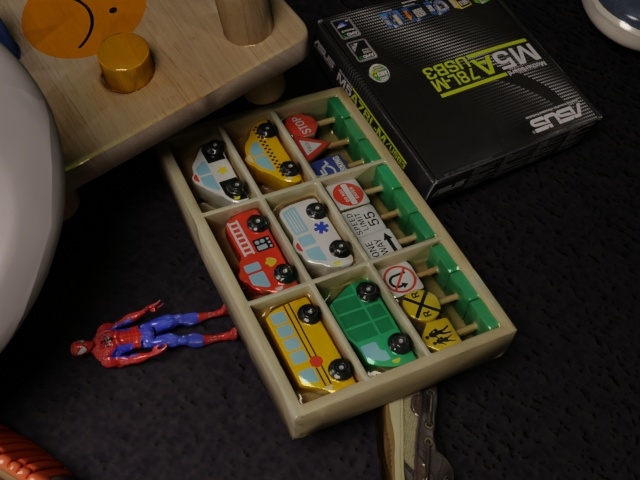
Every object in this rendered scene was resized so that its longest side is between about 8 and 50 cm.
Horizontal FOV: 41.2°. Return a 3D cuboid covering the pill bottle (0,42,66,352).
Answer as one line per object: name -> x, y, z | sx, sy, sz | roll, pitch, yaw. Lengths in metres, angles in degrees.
pill bottle -> -0.362, -0.065, 0.483 | 0.408, 0.229, 0.229 | 23, 58, 28

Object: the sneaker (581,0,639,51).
sneaker -> 0.371, -0.334, 0.841 | 0.131, 0.148, 0.350 | 29, 61, 8

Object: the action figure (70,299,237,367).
action figure -> -0.119, 0.066, 0.606 | 0.115, 0.030, 0.038 | -12, 68, -13

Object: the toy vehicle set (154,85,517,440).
toy vehicle set -> 0.000, 0.000, 0.631 | 0.166, 0.035, 0.266 | -19, 55, -19

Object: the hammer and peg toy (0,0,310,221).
hammer and peg toy -> -0.210, -0.198, 0.663 | 0.266, 0.127, 0.361 | -33, 63, -12

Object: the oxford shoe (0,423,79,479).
oxford shoe -> -0.274, 0.138, 0.515 | 0.272, 0.097, 0.098 | 16, 77, 8

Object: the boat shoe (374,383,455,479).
boat shoe -> 0.066, 0.156, 0.567 | 0.049, 0.056, 0.152 | -1, 61, -4

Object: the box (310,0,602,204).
box -> 0.116, -0.136, 0.741 | 0.191, 0.045, 0.184 | -21, 64, -25
